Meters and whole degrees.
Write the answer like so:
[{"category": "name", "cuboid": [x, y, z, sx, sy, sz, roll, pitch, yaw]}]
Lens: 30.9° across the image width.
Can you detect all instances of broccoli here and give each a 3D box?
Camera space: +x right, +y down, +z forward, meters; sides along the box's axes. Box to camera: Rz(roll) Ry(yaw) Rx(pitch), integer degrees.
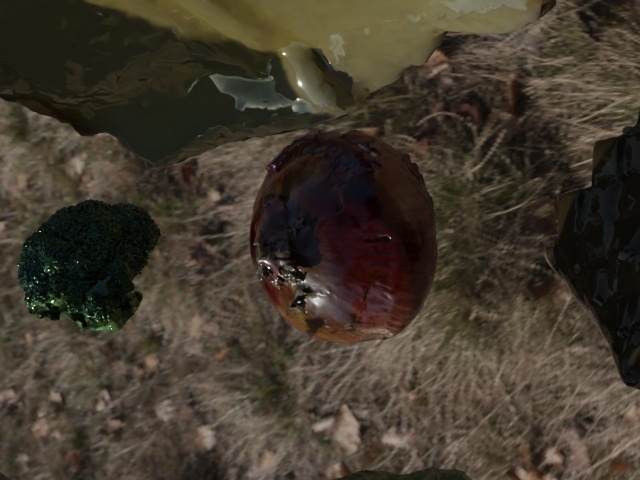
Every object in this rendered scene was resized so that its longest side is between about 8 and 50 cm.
[{"category": "broccoli", "cuboid": [-0.274, 0.032, 1.392, 0.195, 0.195, 0.156, -25, 109, 29]}]

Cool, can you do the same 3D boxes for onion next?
[{"category": "onion", "cuboid": [0.000, 0.000, 1.144, 0.230, 0.163, 0.229, 16, 109, 53]}]

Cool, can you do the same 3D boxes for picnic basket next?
[{"category": "picnic basket", "cuboid": [0.332, -0.010, 0.904, 0.291, 0.321, 0.254, 24, 117, -25]}]

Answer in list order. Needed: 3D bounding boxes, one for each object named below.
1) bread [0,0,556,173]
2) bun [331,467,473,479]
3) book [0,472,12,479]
[{"category": "bread", "cuboid": [-0.073, -0.282, 0.518, 0.279, 0.371, 0.390, -13, 59, 41]}, {"category": "bun", "cuboid": [0.062, 0.232, 0.835, 0.204, 0.212, 0.126, -8, 51, 12]}, {"category": "book", "cuboid": [-0.303, 0.135, 0.606, 0.032, 0.269, 0.389, -43, 113, 15]}]
